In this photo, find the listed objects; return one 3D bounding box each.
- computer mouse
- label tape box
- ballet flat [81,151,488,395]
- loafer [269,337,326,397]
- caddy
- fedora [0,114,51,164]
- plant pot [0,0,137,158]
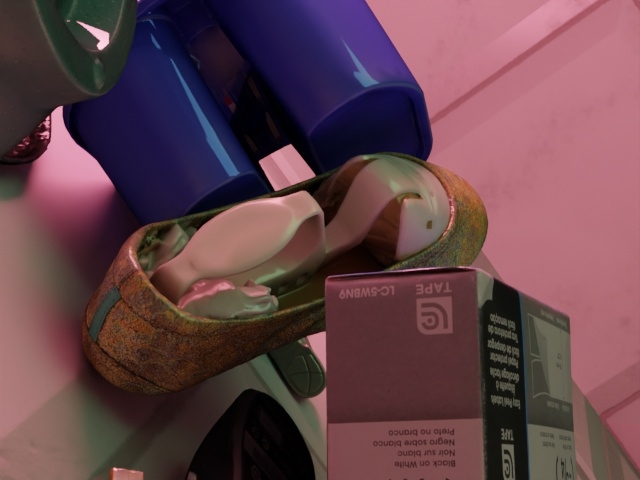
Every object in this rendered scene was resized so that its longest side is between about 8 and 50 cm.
[{"bbox_3d":[-0.073,0.174,0.761,0.184,0.060,0.262,51,25,-34],"label":"computer mouse"},{"bbox_3d":[0.092,0.200,0.830,0.240,0.106,0.333,22,65,-65],"label":"label tape box"},{"bbox_3d":[0.000,0.000,0.896,0.348,0.123,0.123,-22,73,-33],"label":"ballet flat"},{"bbox_3d":[-0.033,0.081,1.156,0.125,0.045,0.039,63,-3,5],"label":"loafer"},{"bbox_3d":[-0.055,-0.101,1.011,0.179,0.241,0.341,56,-1,15],"label":"caddy"},{"bbox_3d":[-0.243,-0.217,0.894,0.334,0.152,0.334,50,14,-18],"label":"fedora"},{"bbox_3d":[-0.188,-0.138,0.539,0.293,0.196,0.293,-4,90,-82],"label":"plant pot"}]
